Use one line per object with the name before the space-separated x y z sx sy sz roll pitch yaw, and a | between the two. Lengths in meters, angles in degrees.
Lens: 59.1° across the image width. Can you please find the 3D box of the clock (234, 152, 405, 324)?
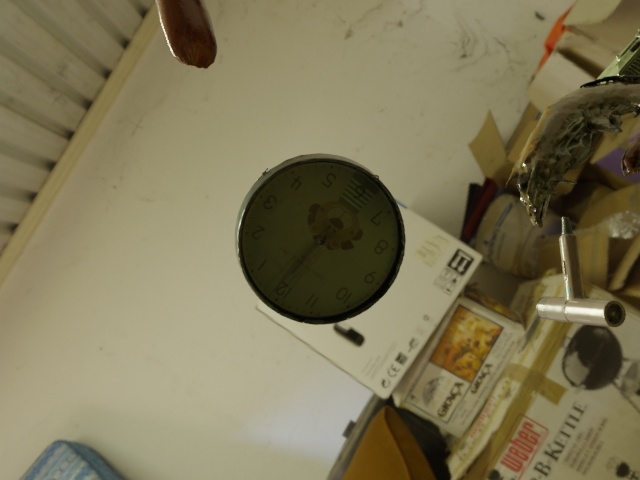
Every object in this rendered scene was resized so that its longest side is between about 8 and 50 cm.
clock | 0.001 -0.001 1.007 0.312 0.313 0.061 -61 12 5

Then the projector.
projector | 0.643 -0.370 1.097 0.269 0.088 0.193 -47 -8 -12

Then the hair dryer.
hair dryer | 0.529 0.059 1.144 0.195 0.054 0.220 173 104 -73

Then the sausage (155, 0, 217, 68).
sausage | -0.260 -0.447 1.041 0.083 0.300 0.089 -32 -22 32

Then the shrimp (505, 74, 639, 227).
shrimp | 0.320 -0.112 0.648 0.253 0.173 0.058 -56 -50 -31
